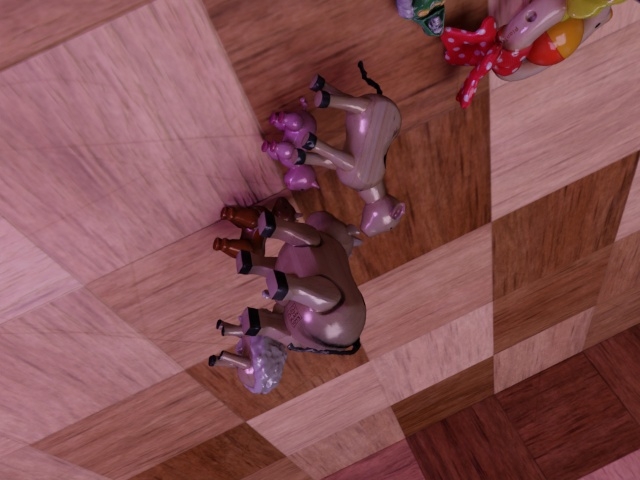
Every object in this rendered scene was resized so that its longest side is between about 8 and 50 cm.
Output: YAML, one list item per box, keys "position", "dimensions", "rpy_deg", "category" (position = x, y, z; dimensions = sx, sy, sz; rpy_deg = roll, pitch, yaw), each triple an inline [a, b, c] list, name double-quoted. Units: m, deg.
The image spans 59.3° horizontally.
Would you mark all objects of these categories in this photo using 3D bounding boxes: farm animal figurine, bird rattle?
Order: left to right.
- position: [0.000, 0.000, 0.706]
  dimensions: [0.172, 0.326, 0.330]
  rpy_deg: [16, 145, -26]
  category: "farm animal figurine"
- position: [0.285, -0.262, 0.722]
  dimensions: [0.207, 0.143, 0.253]
  rpy_deg: [-1, 141, -53]
  category: "bird rattle"

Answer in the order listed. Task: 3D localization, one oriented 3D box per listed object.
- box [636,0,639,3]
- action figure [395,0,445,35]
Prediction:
- position: [0.393, -0.385, 0.643]
  dimensions: [0.036, 0.114, 0.207]
  rpy_deg: [-20, 141, -8]
  category: "box"
- position: [0.108, -0.317, 0.605]
  dimensions: [0.137, 0.063, 0.232]
  rpy_deg: [-31, 146, 0]
  category: "action figure"
